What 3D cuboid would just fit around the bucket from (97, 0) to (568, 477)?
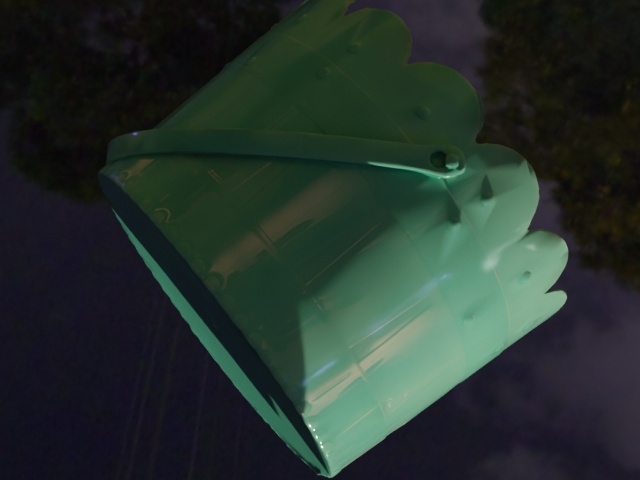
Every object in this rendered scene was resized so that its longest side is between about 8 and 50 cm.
[{"bbox_3d":[0.000,0.000,0.714,0.183,0.281,0.281,-37,-121,-13],"label":"bucket"}]
